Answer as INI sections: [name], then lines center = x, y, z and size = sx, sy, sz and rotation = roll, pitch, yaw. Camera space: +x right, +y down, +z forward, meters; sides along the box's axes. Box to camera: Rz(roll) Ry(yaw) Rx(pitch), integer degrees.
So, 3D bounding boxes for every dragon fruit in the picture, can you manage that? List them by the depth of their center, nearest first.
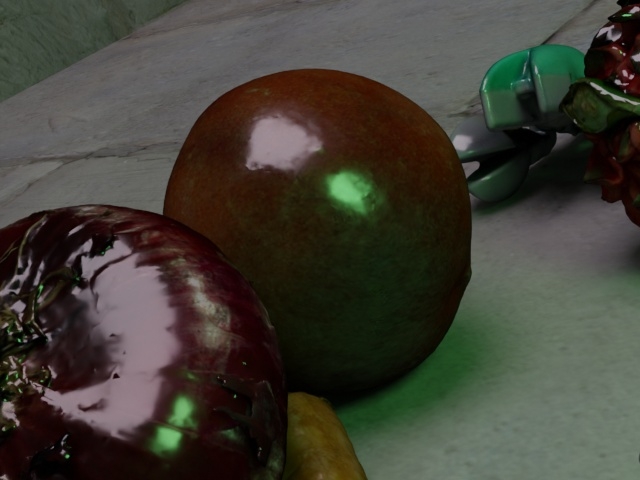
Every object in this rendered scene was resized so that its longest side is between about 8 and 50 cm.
[dragon fruit]
center = 0.335, -0.108, 0.859
size = 0.293, 0.233, 0.234
rotation = -11, 15, -28

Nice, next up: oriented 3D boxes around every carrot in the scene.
[carrot]
center = 0.005, 0.171, 0.676
size = 0.072, 0.072, 0.205
rotation = -23, 24, -5

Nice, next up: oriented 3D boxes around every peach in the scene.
[peach]
center = 0.000, 0.000, 0.848
size = 0.252, 0.252, 0.252
rotation = -18, 21, 7

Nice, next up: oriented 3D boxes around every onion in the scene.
[onion]
center = -0.152, 0.128, 0.702
size = 0.314, 0.232, 0.314
rotation = -17, 55, 26

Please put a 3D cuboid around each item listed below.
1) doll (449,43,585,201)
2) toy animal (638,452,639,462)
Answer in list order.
[doll]
center = 0.252, -0.120, 1.083
size = 0.258, 0.153, 0.195
rotation = -14, -4, -33
[toy animal]
center = 0.151, 0.174, 0.500
size = 0.367, 0.081, 0.205
rotation = 0, 45, 40
